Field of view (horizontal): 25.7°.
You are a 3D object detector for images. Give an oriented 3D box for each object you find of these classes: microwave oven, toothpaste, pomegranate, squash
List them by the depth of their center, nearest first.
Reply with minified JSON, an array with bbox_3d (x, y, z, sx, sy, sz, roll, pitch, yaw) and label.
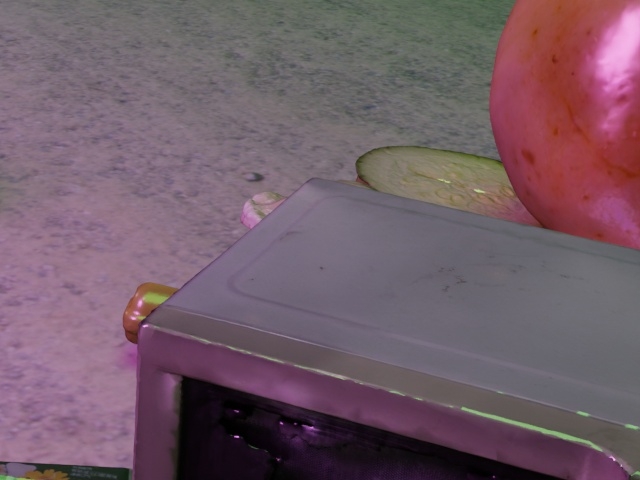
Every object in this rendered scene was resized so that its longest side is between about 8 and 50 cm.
[{"bbox_3d":[0.102,0.133,0.822,0.354,0.219,0.286,13,24,16],"label":"microwave oven"},{"bbox_3d":[-0.216,0.160,0.920,0.204,0.032,0.049,4,25,-8],"label":"toothpaste"},{"bbox_3d":[0.344,-0.123,1.287,0.411,0.412,0.411,5,24,-2],"label":"pomegranate"},{"bbox_3d":[0.141,-0.038,1.438,0.219,0.041,0.219,9,25,-4],"label":"squash"}]

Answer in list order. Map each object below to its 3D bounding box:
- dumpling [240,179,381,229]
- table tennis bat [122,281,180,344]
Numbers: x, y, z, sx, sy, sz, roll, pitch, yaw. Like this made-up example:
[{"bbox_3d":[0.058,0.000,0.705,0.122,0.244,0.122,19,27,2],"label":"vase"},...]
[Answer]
[{"bbox_3d":[0.000,0.000,1.234,0.136,0.118,0.199,16,-3,40],"label":"dumpling"},{"bbox_3d":[0.003,0.084,1.103,0.320,0.050,0.198,10,23,3],"label":"table tennis bat"}]
